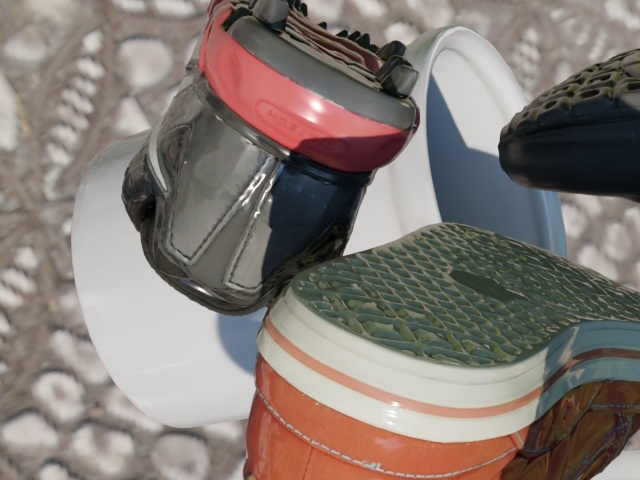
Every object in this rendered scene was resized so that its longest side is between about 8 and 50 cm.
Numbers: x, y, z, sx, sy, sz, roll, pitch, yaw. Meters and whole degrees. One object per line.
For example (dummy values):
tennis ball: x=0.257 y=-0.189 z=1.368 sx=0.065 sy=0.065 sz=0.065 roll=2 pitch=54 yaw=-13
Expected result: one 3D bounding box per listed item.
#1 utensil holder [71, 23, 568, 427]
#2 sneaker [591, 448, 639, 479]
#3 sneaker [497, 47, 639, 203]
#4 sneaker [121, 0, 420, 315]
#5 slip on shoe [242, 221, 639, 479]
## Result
utensil holder: x=0.000 y=0.000 z=1.799 sx=0.327 sy=0.385 sz=0.328 roll=40 pitch=44 yaw=-52
sneaker: x=0.244 y=0.250 z=1.496 sx=0.365 sy=0.135 sz=0.150 roll=-2 pitch=69 yaw=-5
sneaker: x=0.209 y=-0.019 z=0.770 sx=0.109 sy=0.286 sz=0.130 roll=-35 pitch=122 yaw=-55
sneaker: x=-0.025 y=-0.042 z=0.803 sx=0.097 sy=0.276 sz=0.135 roll=28 pitch=100 yaw=-6
slip on shoe: x=0.065 y=0.060 z=0.720 sx=0.331 sy=0.123 sz=0.101 roll=-10 pitch=122 yaw=-64
